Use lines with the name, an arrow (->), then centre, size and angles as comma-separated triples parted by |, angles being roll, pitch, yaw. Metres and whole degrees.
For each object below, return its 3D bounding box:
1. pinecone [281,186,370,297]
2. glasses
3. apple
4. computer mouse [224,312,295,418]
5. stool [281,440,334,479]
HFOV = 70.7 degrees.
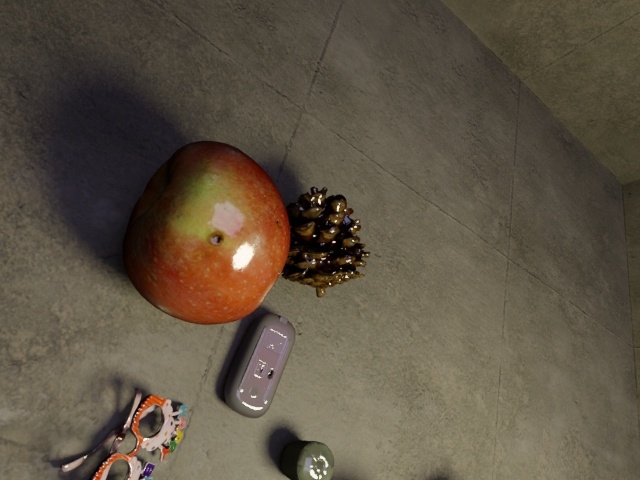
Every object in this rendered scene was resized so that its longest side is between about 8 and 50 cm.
pinecone -> -0.010, 0.006, 1.097 | 0.243, 0.243, 0.257 | -27, 87, -39
glasses -> -0.351, 0.395, 0.830 | 0.255, 0.095, 0.162 | -57, 138, -35
apple -> -0.215, -0.012, 0.886 | 0.277, 0.348, 0.348 | 33, 58, -30
computer mouse -> -0.135, 0.280, 1.023 | 0.120, 0.057, 0.232 | 33, 61, -24
stool -> -0.031, 0.492, 0.996 | 0.096, 0.110, 0.096 | 11, 71, -32
